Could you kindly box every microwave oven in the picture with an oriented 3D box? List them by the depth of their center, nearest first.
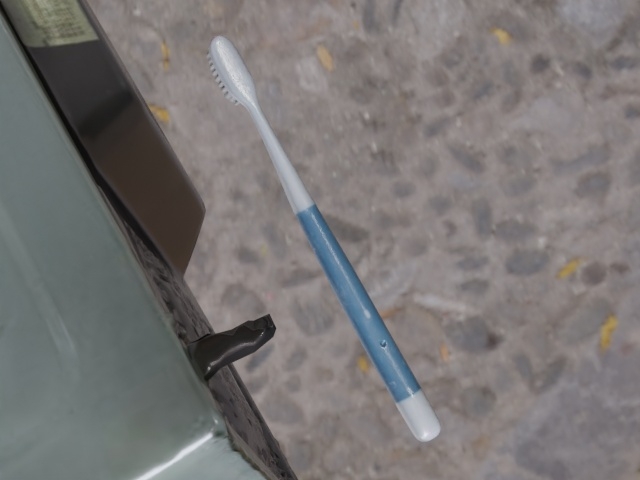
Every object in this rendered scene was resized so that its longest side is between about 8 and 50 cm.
[{"bbox_3d":[-0.191,0.010,0.497,0.286,0.355,0.218,-32,157,-3],"label":"microwave oven"}]

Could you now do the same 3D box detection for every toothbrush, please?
[{"bbox_3d":[0.000,0.000,0.852,0.019,0.025,0.276,-29,92,-21],"label":"toothbrush"}]
